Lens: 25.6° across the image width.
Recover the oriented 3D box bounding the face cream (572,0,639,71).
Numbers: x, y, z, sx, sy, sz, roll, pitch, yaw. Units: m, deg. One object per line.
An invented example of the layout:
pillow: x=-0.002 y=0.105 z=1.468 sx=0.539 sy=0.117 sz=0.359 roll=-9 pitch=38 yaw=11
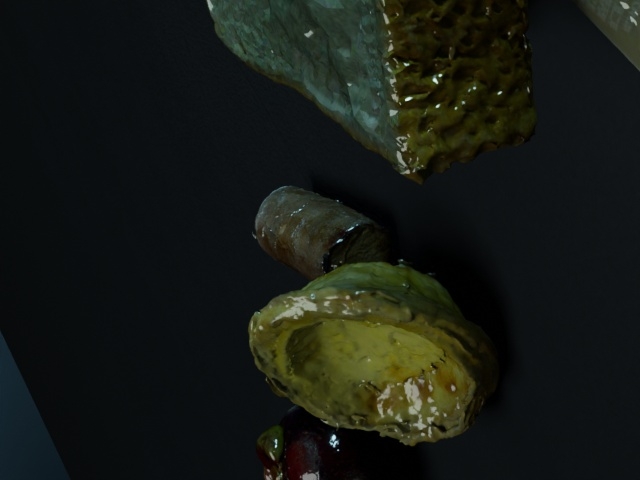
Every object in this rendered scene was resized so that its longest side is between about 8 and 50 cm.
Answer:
face cream: x=0.110 y=-0.225 z=0.777 sx=0.341 sy=0.084 sz=0.137 roll=52 pitch=147 yaw=32

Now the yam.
yam: x=0.001 y=0.001 z=1.250 sx=0.141 sy=0.079 sz=0.079 roll=29 pitch=138 yaw=54

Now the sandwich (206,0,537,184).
sandwich: x=0.004 y=-0.218 z=0.779 sx=0.271 sy=0.099 sz=0.301 roll=33 pitch=138 yaw=50

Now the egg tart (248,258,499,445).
egg tart: x=0.047 y=0.086 z=1.164 sx=0.212 sy=0.213 sz=0.090 roll=90 pitch=-170 yaw=-50

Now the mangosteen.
mangosteen: x=0.005 y=0.227 z=1.378 sx=0.152 sy=0.152 sz=0.152 roll=45 pitch=150 yaw=36
